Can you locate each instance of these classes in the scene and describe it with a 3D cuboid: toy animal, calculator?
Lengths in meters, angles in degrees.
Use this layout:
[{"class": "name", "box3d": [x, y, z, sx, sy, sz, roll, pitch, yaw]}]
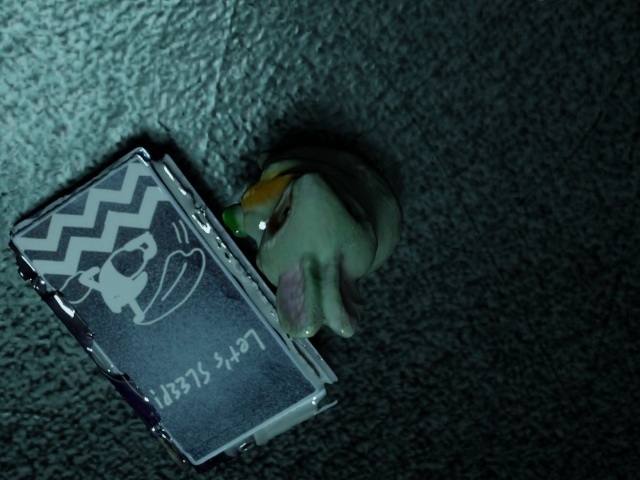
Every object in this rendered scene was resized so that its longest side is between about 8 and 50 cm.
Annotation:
[{"class": "toy animal", "box3d": [0.002, -0.002, 1.227, 0.127, 0.251, 0.125, -30, 105, 4]}, {"class": "calculator", "box3d": [-0.119, 0.064, 1.334, 0.165, 0.028, 0.274, -30, 109, 16]}]
